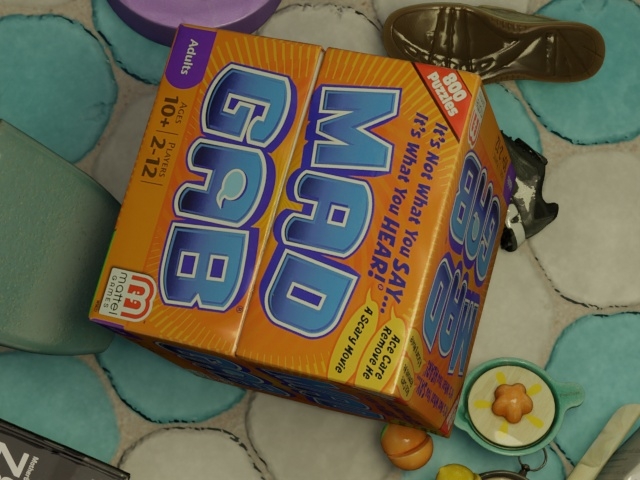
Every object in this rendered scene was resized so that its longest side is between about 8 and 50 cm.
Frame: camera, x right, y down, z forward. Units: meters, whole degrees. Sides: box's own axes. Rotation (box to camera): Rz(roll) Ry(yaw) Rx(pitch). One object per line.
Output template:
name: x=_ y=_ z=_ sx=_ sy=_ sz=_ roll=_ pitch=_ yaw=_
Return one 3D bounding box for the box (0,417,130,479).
box: x=-0.456 y=0.409 z=1.694 sx=0.318 sy=0.097 sz=0.395 roll=24 pitch=80 yaw=-3

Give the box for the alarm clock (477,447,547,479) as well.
alarm clock: x=0.238 y=0.346 z=1.781 sx=0.129 sy=0.064 sz=0.192 roll=31 pitch=81 yaw=1

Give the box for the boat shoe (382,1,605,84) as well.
boat shoe: x=0.230 y=-0.269 z=1.879 sx=0.302 sy=0.098 sz=0.109 roll=2 pitch=105 yaw=-6

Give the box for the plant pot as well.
plant pot: x=-0.364 y=0.021 z=1.702 sx=0.252 sy=0.248 sz=0.247 roll=27 pitch=77 yaw=-27

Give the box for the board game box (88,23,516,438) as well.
board game box: x=0.000 y=0.000 z=1.629 sx=0.356 sy=0.356 sz=0.356 roll=12 pitch=78 yaw=17

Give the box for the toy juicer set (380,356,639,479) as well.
toy juicer set: x=0.232 y=0.245 z=1.737 sx=0.329 sy=0.089 sz=0.209 roll=15 pitch=62 yaw=8

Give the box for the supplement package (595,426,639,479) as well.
supplement package: x=0.519 y=0.268 z=1.761 sx=0.293 sy=0.177 sz=0.175 roll=-42 pitch=85 yaw=-11

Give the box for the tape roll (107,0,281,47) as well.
tape roll: x=-0.172 y=-0.402 z=1.871 sx=0.275 sy=0.090 sz=0.274 roll=1 pitch=80 yaw=-4

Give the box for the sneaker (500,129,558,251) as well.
sneaker: x=0.248 y=-0.108 z=1.862 sx=0.106 sy=0.078 sz=0.234 roll=-24 pitch=86 yaw=-12
